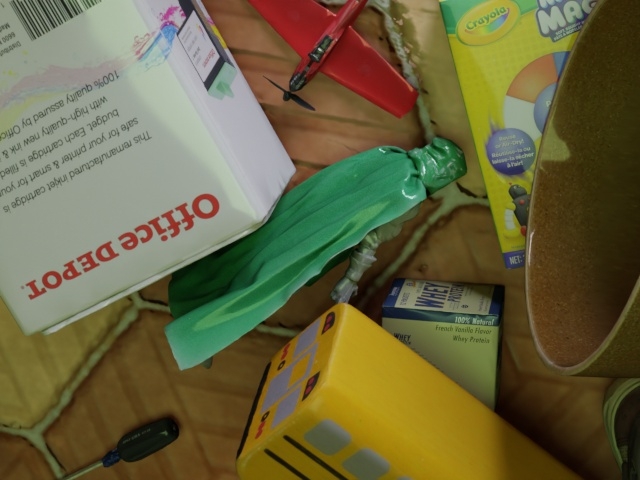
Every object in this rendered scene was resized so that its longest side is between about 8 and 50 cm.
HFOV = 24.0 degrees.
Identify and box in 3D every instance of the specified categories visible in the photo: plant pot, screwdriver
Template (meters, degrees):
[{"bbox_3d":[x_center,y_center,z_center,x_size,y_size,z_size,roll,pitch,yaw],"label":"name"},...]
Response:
[{"bbox_3d":[0.277,-0.015,0.879,0.254,0.237,0.237,12,112,-9],"label":"plant pot"},{"bbox_3d":[-0.180,0.182,1.182,0.170,0.024,0.025,-32,72,21],"label":"screwdriver"}]

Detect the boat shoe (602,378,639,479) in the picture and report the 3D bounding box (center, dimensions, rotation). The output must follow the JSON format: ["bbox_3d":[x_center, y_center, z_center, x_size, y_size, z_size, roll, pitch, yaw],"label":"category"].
[{"bbox_3d":[0.276,0.226,1.065,0.103,0.092,0.285,-18,106,16],"label":"boat shoe"}]

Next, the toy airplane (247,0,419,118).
[{"bbox_3d":[0.019,-0.150,1.020,0.151,0.028,0.151,4,109,11],"label":"toy airplane"}]

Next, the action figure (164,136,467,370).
[{"bbox_3d":[0.000,0.000,1.043,0.232,0.137,0.063,-33,123,11],"label":"action figure"}]

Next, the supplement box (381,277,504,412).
[{"bbox_3d":[0.087,0.077,1.071,0.083,0.056,0.083,4,111,10],"label":"supplement box"}]

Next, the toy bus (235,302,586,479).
[{"bbox_3d":[0.098,0.193,1.041,0.333,0.108,0.130,37,126,-16],"label":"toy bus"}]

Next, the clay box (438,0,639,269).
[{"bbox_3d":[0.159,-0.101,0.996,0.127,0.053,0.222,-13,107,13],"label":"clay box"}]

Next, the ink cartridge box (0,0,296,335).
[{"bbox_3d":[-0.174,-0.104,1.027,0.201,0.117,0.278,-26,102,19],"label":"ink cartridge box"}]
